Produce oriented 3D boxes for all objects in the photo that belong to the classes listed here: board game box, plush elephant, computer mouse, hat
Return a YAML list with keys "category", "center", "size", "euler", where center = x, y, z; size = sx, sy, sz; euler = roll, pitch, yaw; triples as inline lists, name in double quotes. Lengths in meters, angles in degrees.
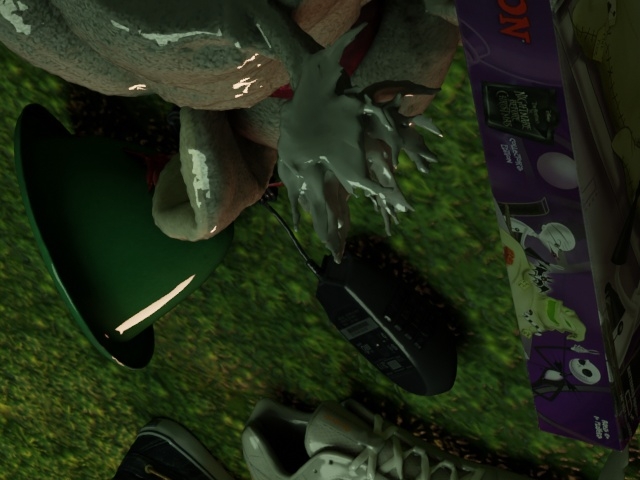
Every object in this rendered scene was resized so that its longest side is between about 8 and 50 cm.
- category: "board game box"
  center: [0.129, -0.103, 0.764]
  size: [0.056, 0.208, 0.347]
  euler: [11, 138, 27]
- category: "plush elephant"
  center: [-0.020, -0.136, 0.852]
  size: [0.255, 0.272, 0.330]
  euler: [36, -149, -78]
- category: "computer mouse"
  center: [0.000, 0.000, 1.147]
  size: [0.242, 0.041, 0.071]
  euler: [48, 161, -7]
- category: "hat"
  center: [-0.066, -0.028, 1.139]
  size: [0.183, 0.208, 0.173]
  euler: [-24, 135, 10]

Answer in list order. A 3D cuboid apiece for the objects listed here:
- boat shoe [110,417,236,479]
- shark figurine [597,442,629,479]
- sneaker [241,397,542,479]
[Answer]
- category: "boat shoe"
  center: [-0.085, 0.224, 1.426]
  size: [0.183, 0.083, 0.065]
  euler: [43, 145, -8]
- category: "shark figurine"
  center: [0.187, 0.253, 1.222]
  size: [0.166, 0.116, 0.278]
  euler: [-22, 130, 13]
- category: "sneaker"
  center: [0.046, 0.163, 1.239]
  size: [0.262, 0.099, 0.121]
  euler: [0, 127, 39]
